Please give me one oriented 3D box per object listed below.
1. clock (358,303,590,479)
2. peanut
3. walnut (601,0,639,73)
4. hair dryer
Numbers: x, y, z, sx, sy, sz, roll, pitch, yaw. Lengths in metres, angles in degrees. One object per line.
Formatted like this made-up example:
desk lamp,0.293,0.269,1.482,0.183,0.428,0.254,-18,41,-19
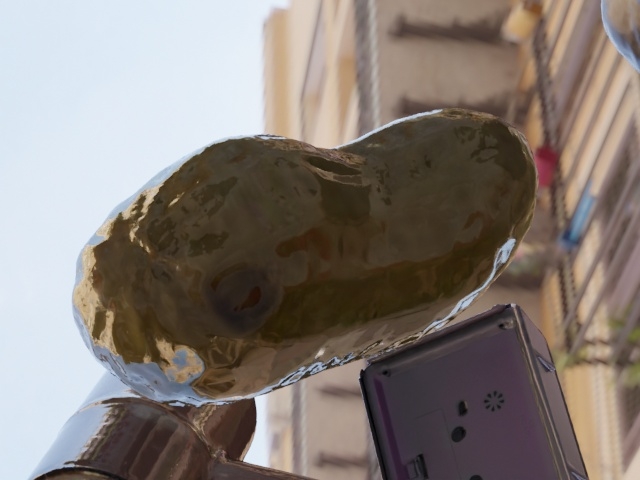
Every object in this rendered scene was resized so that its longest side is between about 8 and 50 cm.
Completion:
clock,0.121,0.159,1.485,0.144,0.073,0.193,-23,-122,16
peanut,0.000,0.000,0.906,0.236,0.110,0.120,-20,-83,-19
walnut,0.245,-0.143,0.946,0.224,0.224,0.224,4,-125,-6
hair dryer,0.010,0.162,1.142,0.344,0.107,0.189,14,-155,8
